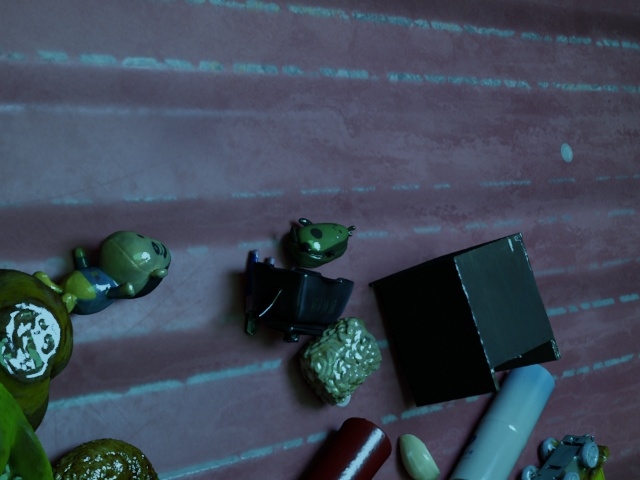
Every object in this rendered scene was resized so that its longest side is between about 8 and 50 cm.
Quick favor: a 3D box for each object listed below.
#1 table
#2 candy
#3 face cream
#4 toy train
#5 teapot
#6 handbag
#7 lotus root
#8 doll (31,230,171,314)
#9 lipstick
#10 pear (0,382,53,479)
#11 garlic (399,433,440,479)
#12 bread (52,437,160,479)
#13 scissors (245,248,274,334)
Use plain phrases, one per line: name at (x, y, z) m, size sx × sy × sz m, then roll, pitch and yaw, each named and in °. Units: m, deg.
table at (0.207, 0.116, 1.695) m, size 0.169 × 0.172 × 0.193 m, roll -18°, pitch 89°, yaw -45°
candy at (0.027, 0.161, 1.579) m, size 0.110 × 0.085 × 0.095 m, roll -36°, pitch 97°, yaw -32°
face cream at (0.276, 0.293, 1.784) m, size 0.077 × 0.077 × 0.250 m, roll 55°, pitch 49°, yaw -20°
toy train at (0.389, 0.392, 1.867) m, size 0.219 × 0.089 × 0.127 m, roll -39°, pitch 117°, yaw -44°
teapot at (-0.029, 0.086, 1.525) m, size 0.177 × 0.087 × 0.096 m, roll 10°, pitch 92°, yaw -57°
handbag at (0.000, 0.000, 1.604) m, size 0.111 × 0.047 × 0.072 m, roll -15°, pitch 55°, yaw -44°
lotus root at (-0.319, 0.115, 1.180) m, size 0.199 × 0.180 × 0.188 m, roll -10°, pitch 83°, yaw -45°
doll at (-0.239, 0.035, 1.345) m, size 0.179 × 0.102 × 0.089 m, roll -20°, pitch 137°, yaw -49°
lipstick at (0.005, 0.330, 1.510) m, size 0.080 × 0.080 × 0.241 m, roll 57°, pitch 47°, yaw -18°
pear at (-0.371, 0.220, 1.029) m, size 0.286 × 0.281 × 0.176 m, roll 58°, pitch 39°, yaw -16°
garlic at (0.143, 0.317, 1.676) m, size 0.083 × 0.041 × 0.053 m, roll 51°, pitch 8°, yaw -30°
bread at (-0.231, 0.311, 1.296) m, size 0.193 × 0.064 × 0.193 m, roll 18°, pitch 65°, yaw -43°
scissors at (-0.082, 0.069, 1.535) m, size 0.039 × 0.012 × 0.113 m, roll 27°, pitch 62°, yaw -37°
